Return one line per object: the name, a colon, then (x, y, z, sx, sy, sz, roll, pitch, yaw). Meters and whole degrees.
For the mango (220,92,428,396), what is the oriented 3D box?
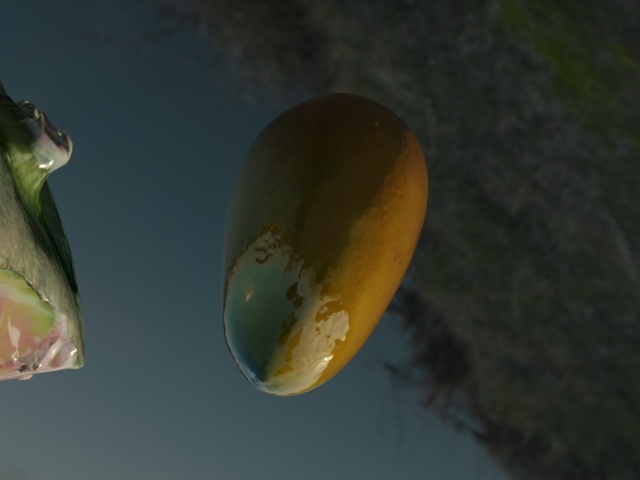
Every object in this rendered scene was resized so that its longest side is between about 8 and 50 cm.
mango: (0.002, -0.007, 1.322, 0.139, 0.254, 0.175, 14, 119, -2)

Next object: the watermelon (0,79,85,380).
watermelon: (-0.157, -0.048, 0.494, 0.175, 0.188, 0.322, -6, 177, 1)
